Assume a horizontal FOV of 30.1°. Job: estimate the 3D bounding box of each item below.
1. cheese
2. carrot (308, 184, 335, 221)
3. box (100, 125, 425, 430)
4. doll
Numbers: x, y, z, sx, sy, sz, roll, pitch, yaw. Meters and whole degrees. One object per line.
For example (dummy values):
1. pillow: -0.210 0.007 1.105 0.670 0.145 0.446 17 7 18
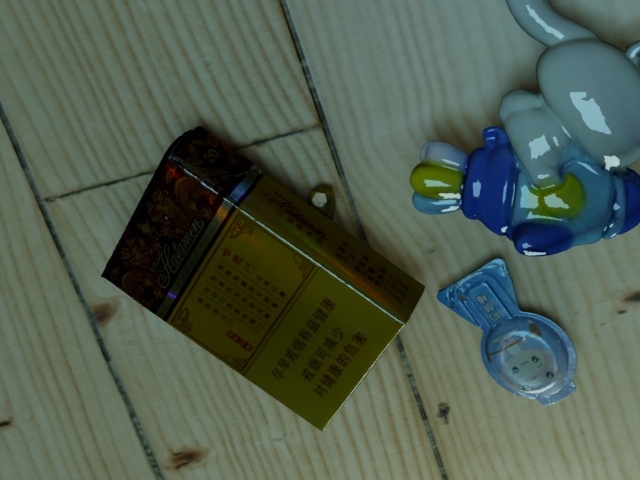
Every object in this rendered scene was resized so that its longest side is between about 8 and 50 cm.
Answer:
1. cheese: 0.285 0.144 1.751 0.135 0.052 0.245 -33 103 24
2. carrot: 0.000 0.000 1.761 0.042 0.042 0.171 6 117 10
3. box: -0.090 0.057 1.735 0.415 0.116 0.264 35 125 2
4. doll: 0.318 -0.118 1.572 0.376 0.187 0.366 45 110 21
